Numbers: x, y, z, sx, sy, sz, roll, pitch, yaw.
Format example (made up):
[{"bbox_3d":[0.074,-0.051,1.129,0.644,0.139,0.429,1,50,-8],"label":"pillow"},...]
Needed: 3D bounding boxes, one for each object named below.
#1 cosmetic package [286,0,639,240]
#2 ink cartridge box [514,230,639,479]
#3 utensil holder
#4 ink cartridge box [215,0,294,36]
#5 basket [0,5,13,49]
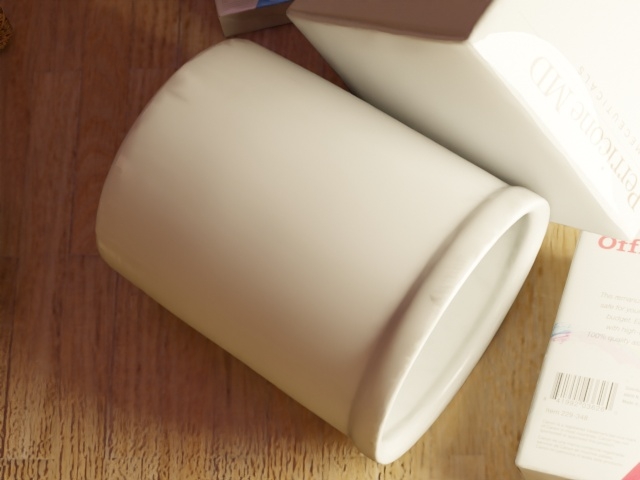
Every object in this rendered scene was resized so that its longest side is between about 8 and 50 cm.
[{"bbox_3d":[0.251,-0.269,1.515,0.394,0.329,0.327,-54,34,-12],"label":"cosmetic package"},{"bbox_3d":[0.360,0.145,1.486,0.226,0.131,0.306,11,64,24],"label":"ink cartridge box"},{"bbox_3d":[0.000,0.000,1.513,0.385,0.327,0.327,33,77,18],"label":"utensil holder"},{"bbox_3d":[-0.091,-0.361,1.783,0.104,0.060,0.180,-12,70,2],"label":"ink cartridge box"},{"bbox_3d":[-0.537,-0.249,1.661,0.223,0.299,0.213,14,73,10],"label":"basket"}]
